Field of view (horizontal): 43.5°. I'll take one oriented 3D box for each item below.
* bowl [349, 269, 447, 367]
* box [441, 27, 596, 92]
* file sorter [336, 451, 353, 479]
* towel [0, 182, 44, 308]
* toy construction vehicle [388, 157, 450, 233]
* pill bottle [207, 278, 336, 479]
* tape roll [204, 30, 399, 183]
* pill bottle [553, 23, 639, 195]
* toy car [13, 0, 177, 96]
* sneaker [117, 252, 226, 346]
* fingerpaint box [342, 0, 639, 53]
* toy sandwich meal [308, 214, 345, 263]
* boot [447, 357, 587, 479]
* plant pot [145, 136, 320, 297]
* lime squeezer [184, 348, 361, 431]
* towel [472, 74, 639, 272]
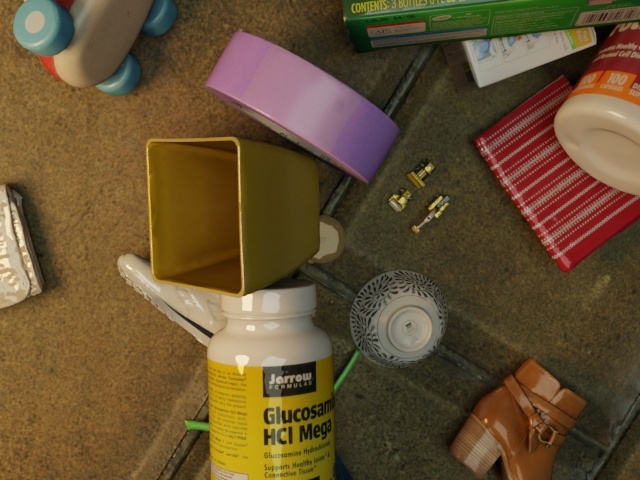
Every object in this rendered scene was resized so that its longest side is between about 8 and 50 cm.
[{"bbox_3d":[0.137,0.137,1.314,0.170,0.080,0.170,-1,97,-8],"label":"bowl"},{"bbox_3d":[0.308,-0.318,1.264,0.203,0.114,0.103,-21,99,-4],"label":"box"},{"bbox_3d":[0.018,0.441,1.289,0.104,0.170,0.118,-31,101,-1],"label":"file sorter"},{"bbox_3d":[-0.575,0.030,1.208,0.282,0.049,0.187,-13,98,-6],"label":"towel"},{"bbox_3d":[0.167,-0.072,1.314,0.098,0.035,0.086,-42,101,-2],"label":"toy construction vehicle"},{"bbox_3d":[-0.072,0.229,1.184,0.187,0.188,0.334,-2,94,-8],"label":"pill bottle"},{"bbox_3d":[-0.026,-0.187,1.148,0.274,0.275,0.090,31,91,-11],"label":"tape roll"},{"bbox_3d":[0.553,-0.280,1.233,0.224,0.224,0.392,37,79,-11],"label":"pill bottle"},{"bbox_3d":[-0.371,-0.353,1.142,0.238,0.219,0.210,32,93,18],"label":"toy car"},{"bbox_3d":[-0.211,0.084,1.259,0.235,0.090,0.095,40,82,-18],"label":"sneaker"},{"bbox_3d":[0.246,-0.484,1.117,0.444,0.163,0.371,-3,86,9],"label":"fingerpaint box"},{"bbox_3d":[0.000,0.000,1.302,0.085,0.029,0.086,-1,93,-11],"label":"toy sandwich meal"},{"bbox_3d":[0.381,0.358,1.378,0.283,0.109,0.220,42,85,-4],"label":"boot"},{"bbox_3d":[-0.115,-0.045,1.179,0.187,0.212,0.212,-8,100,-46],"label":"plant pot"},{"bbox_3d":[-0.058,0.288,1.326,0.310,0.059,0.110,-22,70,-4],"label":"lime squeezer"},{"bbox_3d":[0.402,-0.108,1.326,0.198,0.031,0.275,-36,93,-8],"label":"towel"}]
